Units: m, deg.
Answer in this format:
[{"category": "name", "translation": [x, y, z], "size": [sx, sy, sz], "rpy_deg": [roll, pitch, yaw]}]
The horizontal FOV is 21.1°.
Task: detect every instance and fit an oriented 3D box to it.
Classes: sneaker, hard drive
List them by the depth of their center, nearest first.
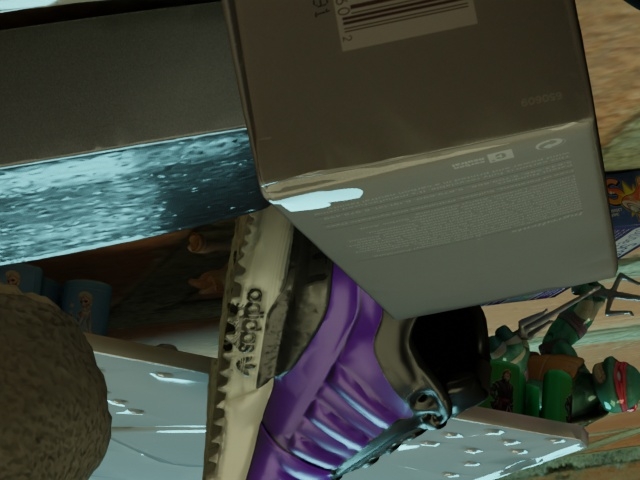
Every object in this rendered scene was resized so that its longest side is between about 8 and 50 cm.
[{"category": "hard drive", "translation": [-0.136, -0.032, 0.698], "size": [0.255, 0.054, 0.172], "rpy_deg": [-9, 166, -4]}, {"category": "sneaker", "translation": [0.015, 0.082, 0.909], "size": [0.146, 0.102, 0.293], "rpy_deg": [6, 136, -5]}]

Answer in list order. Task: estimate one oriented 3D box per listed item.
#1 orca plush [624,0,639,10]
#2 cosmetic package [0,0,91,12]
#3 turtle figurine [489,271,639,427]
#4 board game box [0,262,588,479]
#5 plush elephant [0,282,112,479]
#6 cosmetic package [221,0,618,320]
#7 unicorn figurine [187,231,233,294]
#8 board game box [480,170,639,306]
[{"category": "orca plush", "translation": [0.172, -0.073, 0.458], "size": [0.151, 0.102, 0.287], "rpy_deg": [7, -151, 33]}, {"category": "cosmetic package", "translation": [-0.006, -0.143, 0.216], "size": [0.160, 0.113, 0.309], "rpy_deg": [-9, 166, -6]}, {"category": "turtle figurine", "translation": [0.151, 0.093, 1.277], "size": [0.234, 0.118, 0.175], "rpy_deg": [-6, -178, 23]}, {"category": "board game box", "translation": [-0.079, 0.120, 1.176], "size": [0.390, 0.050, 0.390], "rpy_deg": [12, 159, -20]}, {"category": "plush elephant", "translation": [-0.256, 0.021, 0.476], "size": [0.272, 0.255, 0.330], "rpy_deg": [-12, 162, -35]}, {"category": "cosmetic package", "translation": [0.041, -0.056, 0.587], "size": [0.107, 0.127, 0.238], "rpy_deg": [-12, 165, 6]}, {"category": "unicorn figurine", "translation": [0.000, 0.000, 0.957], "size": [0.111, 0.060, 0.162], "rpy_deg": [-2, 180, -35]}, {"category": "board game box", "translation": [0.126, 0.005, 1.100], "size": [0.136, 0.035, 0.201], "rpy_deg": [-6, 166, -19]}]
